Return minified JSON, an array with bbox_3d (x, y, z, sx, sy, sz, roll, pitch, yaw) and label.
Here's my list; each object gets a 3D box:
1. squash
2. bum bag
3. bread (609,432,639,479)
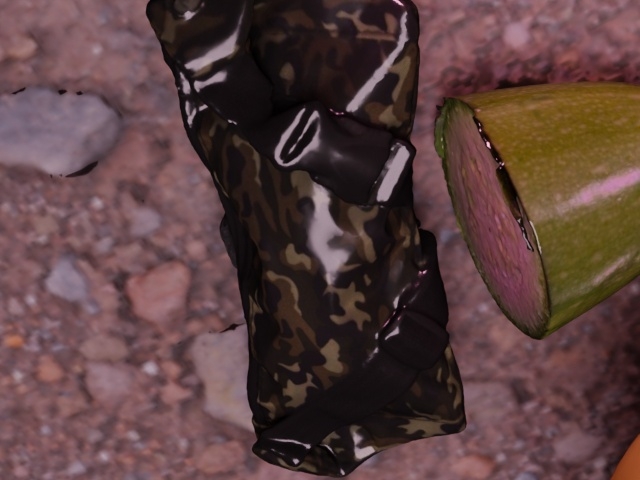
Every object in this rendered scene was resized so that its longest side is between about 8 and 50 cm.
[{"bbox_3d":[0.125,-0.030,0.511,0.132,0.105,0.105,-20,118,-5],"label":"squash"},{"bbox_3d":[0.001,0.000,0.532,0.102,0.069,0.248,-8,121,5],"label":"bum bag"},{"bbox_3d":[0.307,0.169,0.509,0.424,0.245,0.329,44,150,-19],"label":"bread"}]
